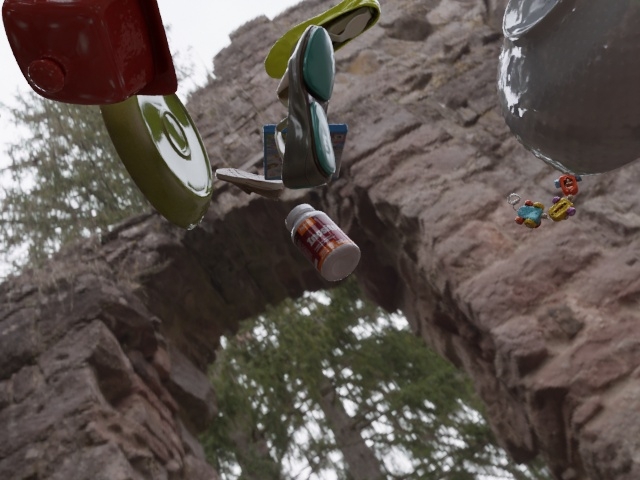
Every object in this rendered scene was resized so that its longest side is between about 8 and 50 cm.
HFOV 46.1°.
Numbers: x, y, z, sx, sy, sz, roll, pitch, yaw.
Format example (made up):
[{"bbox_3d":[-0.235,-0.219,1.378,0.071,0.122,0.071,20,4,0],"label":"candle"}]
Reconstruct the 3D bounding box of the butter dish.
[{"bbox_3d":[-0.240,-0.187,0.727,0.159,0.118,0.160,7,-44,14],"label":"butter dish"}]

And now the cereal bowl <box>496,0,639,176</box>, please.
[{"bbox_3d":[0.294,-0.244,0.773,0.141,0.339,0.339,28,-75,-14],"label":"cereal bowl"}]

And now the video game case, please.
[{"bbox_3d":[-0.026,-0.130,1.127,0.119,0.015,0.166,-2,-19,-4],"label":"video game case"}]

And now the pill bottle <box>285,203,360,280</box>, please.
[{"bbox_3d":[0.000,0.000,1.418,0.086,0.152,0.086,-26,-39,-23],"label":"pill bottle"}]

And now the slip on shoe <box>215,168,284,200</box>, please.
[{"bbox_3d":[-0.140,-0.109,1.473,0.135,0.051,0.041,8,-68,-16],"label":"slip on shoe"}]

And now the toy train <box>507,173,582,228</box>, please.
[{"bbox_3d":[0.507,-0.083,1.669,0.166,0.125,0.046,-21,-43,19],"label":"toy train"}]

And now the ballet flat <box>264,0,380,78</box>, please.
[{"bbox_3d":[0.007,-0.351,1.303,0.231,0.077,0.077,-34,-50,0],"label":"ballet flat"}]

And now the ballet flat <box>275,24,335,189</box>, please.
[{"bbox_3d":[-0.023,-0.156,0.869,0.068,0.213,0.072,-14,-28,27],"label":"ballet flat"}]

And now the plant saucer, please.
[{"bbox_3d":[-0.199,-0.131,0.963,0.037,0.241,0.241,-24,-51,11],"label":"plant saucer"}]
